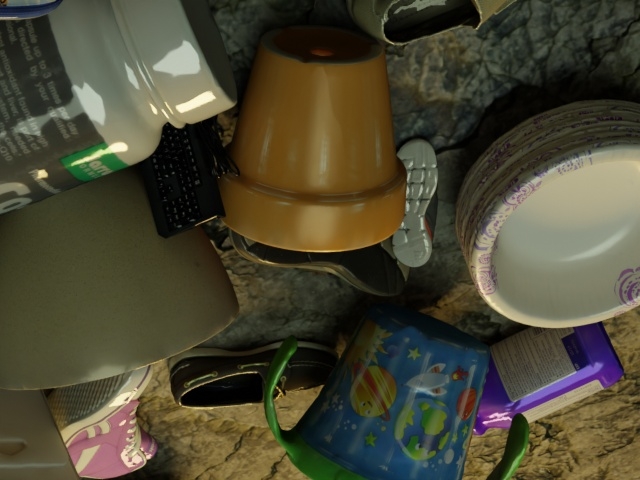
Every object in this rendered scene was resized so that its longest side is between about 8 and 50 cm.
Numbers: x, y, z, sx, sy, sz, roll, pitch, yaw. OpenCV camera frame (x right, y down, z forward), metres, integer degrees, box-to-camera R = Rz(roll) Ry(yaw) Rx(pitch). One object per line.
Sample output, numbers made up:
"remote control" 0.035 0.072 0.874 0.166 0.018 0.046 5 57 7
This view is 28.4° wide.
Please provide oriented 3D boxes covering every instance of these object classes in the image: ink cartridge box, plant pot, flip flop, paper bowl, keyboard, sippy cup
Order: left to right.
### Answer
"ink cartridge box" -0.470 0.299 1.549 0.270 0.197 0.198 -41 153 23
"plant pot" -0.247 0.018 1.355 0.284 0.284 0.191 -14 103 0
"keyboard" -0.146 -0.105 1.287 0.100 0.192 0.038 -22 159 10
"plant pot" -0.006 -0.117 1.319 0.205 0.205 0.188 -2 117 -12
"flip flop" 0.000 0.000 1.489 0.277 0.112 0.080 10 173 -37
"sippy cup" 0.101 0.207 1.599 0.305 0.240 0.224 15 98 -46
"paper bowl" 0.297 -0.043 1.477 0.284 0.148 0.284 -6 133 -7

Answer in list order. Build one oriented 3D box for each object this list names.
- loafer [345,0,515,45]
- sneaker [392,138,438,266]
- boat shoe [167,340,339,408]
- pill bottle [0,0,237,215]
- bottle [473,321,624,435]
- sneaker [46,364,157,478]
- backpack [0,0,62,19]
"loafer" 0.158 -0.265 1.272 0.269 0.092 0.102 -26 133 11
"sneaker" 0.112 -0.051 1.499 0.061 0.065 0.158 10 115 15
"boat shoe" -0.083 0.183 1.656 0.228 0.068 0.081 -3 133 -10
"pill bottle" -0.278 -0.143 1.209 0.361 0.204 0.204 -21 134 7
"bottle" 0.261 0.192 1.711 0.283 0.118 0.092 -28 136 12
"sneaker" -0.260 0.222 1.641 0.161 0.102 0.282 20 136 -33
"backpack" -0.268 -0.302 1.035 0.263 0.276 0.213 -3 138 -20
